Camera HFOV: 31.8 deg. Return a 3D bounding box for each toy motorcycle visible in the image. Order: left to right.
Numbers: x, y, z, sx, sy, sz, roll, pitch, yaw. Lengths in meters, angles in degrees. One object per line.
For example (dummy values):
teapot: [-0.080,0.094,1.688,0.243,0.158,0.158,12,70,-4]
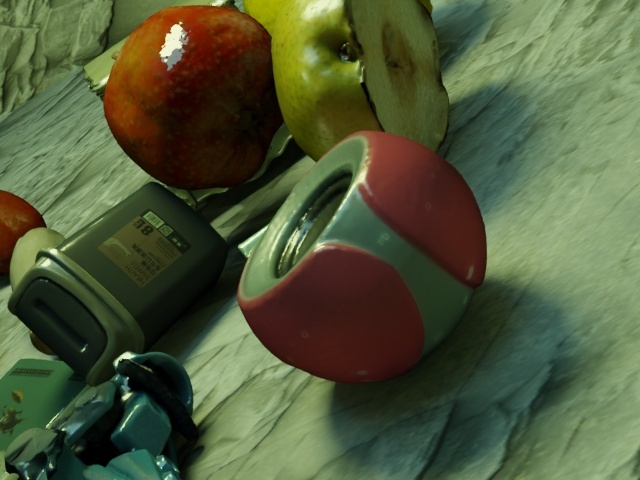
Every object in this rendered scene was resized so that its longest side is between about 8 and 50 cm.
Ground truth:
toy motorcycle: [-0.234,0.249,1.311,0.232,0.172,0.416,-43,17,-6]

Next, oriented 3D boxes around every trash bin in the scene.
trash bin: [-0.295,0.065,1.665,0.290,0.209,0.182,-43,-14,-33]

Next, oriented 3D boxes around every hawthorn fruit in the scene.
hawthorn fruit: [-0.674,-0.028,2.318,0.185,0.202,0.185,-35,20,15]
hawthorn fruit: [-0.213,-0.235,1.739,0.330,0.287,0.287,29,62,33]

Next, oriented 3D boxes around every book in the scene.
book: [-0.504,0.319,1.680,0.264,0.031,0.379,-4,38,45]

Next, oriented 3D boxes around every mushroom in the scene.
mushroom: [-0.472,0.082,1.952,0.128,0.128,0.350,-35,32,-4]

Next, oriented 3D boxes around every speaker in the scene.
speaker: [0.040,0.026,1.275,0.294,0.294,0.294,-27,25,14]

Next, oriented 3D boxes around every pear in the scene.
pear: [0.039,-0.247,1.655,0.191,0.340,0.386,-10,-4,23]

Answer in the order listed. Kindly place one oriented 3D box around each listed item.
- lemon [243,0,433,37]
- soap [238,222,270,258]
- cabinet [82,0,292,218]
lemon: [0.032,-0.432,2.027,0.350,0.350,0.387,-27,60,15]
soap: [0.000,0.000,1.552,0.198,0.114,0.063,-37,26,-4]
cabinet: [-0.210,-0.240,2.001,0.290,0.318,0.227,-35,23,-4]
